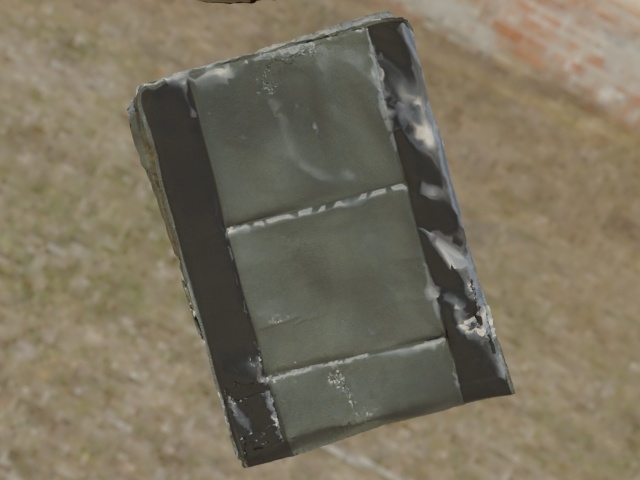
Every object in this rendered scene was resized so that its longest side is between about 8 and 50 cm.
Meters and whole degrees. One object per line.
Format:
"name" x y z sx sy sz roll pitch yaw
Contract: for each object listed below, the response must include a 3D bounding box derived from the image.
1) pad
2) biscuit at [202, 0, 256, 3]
"pad" 0.000 0.000 1.024 0.022 0.174 0.233 -37 109 -80
"biscuit" -0.007 -0.159 0.537 0.027 0.188 0.188 23 12 -49
